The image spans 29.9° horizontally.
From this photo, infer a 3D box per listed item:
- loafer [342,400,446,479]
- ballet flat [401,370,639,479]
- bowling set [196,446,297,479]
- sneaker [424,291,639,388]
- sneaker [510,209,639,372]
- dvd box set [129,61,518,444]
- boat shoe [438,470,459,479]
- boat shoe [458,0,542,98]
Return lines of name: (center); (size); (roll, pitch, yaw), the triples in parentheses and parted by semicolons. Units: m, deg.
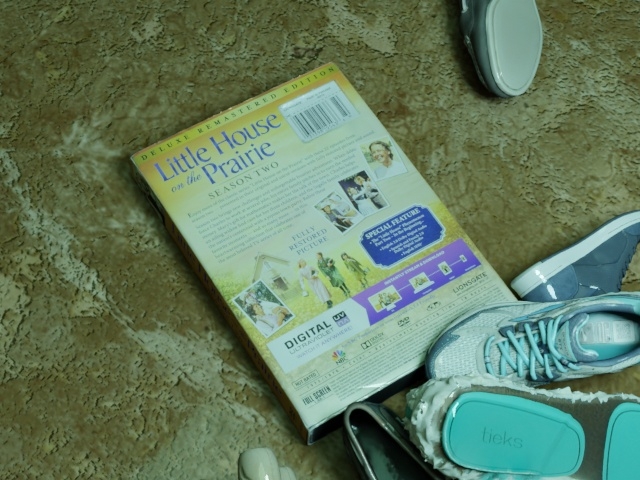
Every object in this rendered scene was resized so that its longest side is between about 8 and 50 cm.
loafer: (0.104, 0.282, 1.261); (0.096, 0.084, 0.267); (-39, 66, -1)
ballet flat: (0.270, 0.222, 1.311); (0.408, 0.147, 0.147); (19, 58, -20)
bowling set: (-0.064, 0.320, 1.219); (0.199, 0.287, 0.154); (6, 61, -41)
sneaker: (0.252, 0.108, 1.321); (0.283, 0.122, 0.110); (-14, 84, 3)
sneaker: (0.356, 0.068, 1.456); (0.226, 0.086, 0.163); (-28, 76, -29)
dvd box set: (0.000, 0.000, 1.467); (0.307, 0.062, 0.420); (-28, 67, -20)
boat shoe: (0.148, 0.223, 1.365); (0.042, 0.049, 0.133); (-1, 63, -13)
boat shoe: (0.239, -0.330, 1.675); (0.112, 0.095, 0.335); (23, 58, -34)
